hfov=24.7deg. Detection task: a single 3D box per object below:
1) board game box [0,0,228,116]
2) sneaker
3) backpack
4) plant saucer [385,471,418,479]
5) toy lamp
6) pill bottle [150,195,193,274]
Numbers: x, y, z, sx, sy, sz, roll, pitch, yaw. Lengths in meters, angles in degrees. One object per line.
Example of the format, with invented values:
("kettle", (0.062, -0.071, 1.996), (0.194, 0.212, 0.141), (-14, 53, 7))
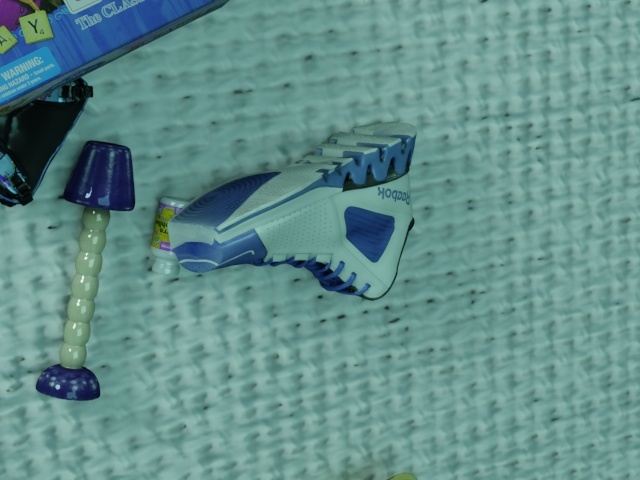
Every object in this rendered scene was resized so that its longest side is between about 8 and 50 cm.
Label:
("board game box", (-0.288, -0.310, 1.411), (0.319, 0.066, 0.318), (-32, 93, -26))
("sneaker", (0.001, 0.000, 1.631), (0.316, 0.127, 0.182), (-25, 111, -32))
("backpack", (-0.342, -0.137, 1.464), (0.173, 0.117, 0.158), (31, 86, -27))
("plant saucer", (0.013, 0.481, 1.771), (0.333, 0.081, 0.332), (-28, 110, -17))
("toy lamp", (-0.248, 0.031, 1.563), (0.080, 0.080, 0.274), (5, 98, -26))
("pill bottle", (-0.163, -0.005, 1.615), (0.043, 0.043, 0.083), (9, 96, -26))
